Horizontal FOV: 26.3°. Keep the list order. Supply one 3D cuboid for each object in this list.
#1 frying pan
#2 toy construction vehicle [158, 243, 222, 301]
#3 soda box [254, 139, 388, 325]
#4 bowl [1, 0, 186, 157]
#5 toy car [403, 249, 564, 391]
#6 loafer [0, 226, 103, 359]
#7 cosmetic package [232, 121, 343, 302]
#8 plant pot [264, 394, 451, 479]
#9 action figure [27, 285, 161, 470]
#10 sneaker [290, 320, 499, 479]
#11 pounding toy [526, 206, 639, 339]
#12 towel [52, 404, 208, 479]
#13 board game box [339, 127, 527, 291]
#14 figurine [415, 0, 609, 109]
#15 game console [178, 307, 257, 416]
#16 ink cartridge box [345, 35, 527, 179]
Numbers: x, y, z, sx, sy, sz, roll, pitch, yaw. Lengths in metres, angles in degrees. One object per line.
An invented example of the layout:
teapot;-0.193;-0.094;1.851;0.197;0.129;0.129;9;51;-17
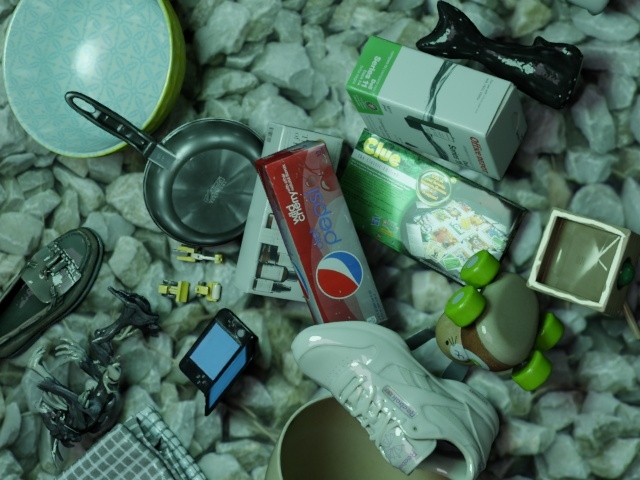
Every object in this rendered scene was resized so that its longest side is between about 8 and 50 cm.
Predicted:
frying pan;-0.184;-0.124;1.913;0.197;0.053;0.326;-34;120;-2
toy construction vehicle;-0.194;0.051;2.027;0.098;0.035;0.086;11;94;23
soda box;0.000;0.000;1.861;0.092;0.083;0.263;-22;101;-9
bowl;-0.305;-0.260;2.014;0.289;0.156;0.289;0;89;24
toy car;0.197;0.132;1.810;0.155;0.149;0.188;43;132;-13
loafer;-0.439;0.087;2.104;0.096;0.084;0.267;47;106;17
cosmetic package;-0.045;-0.039;1.926;0.060;0.099;0.239;21;100;62
plant pot;0.035;0.373;1.821;0.284;0.284;0.191;48;132;17
action figure;-0.353;0.195;2.032;0.141;0.164;0.276;33;93;1
sneaker;0.096;0.212;1.786;0.305;0.152;0.114;29;128;-4
pounding toy;0.358;0.044;1.771;0.141;0.100;0.130;19;91;29
towel;-0.295;0.418;2.018;0.283;0.121;0.235;-43;75;17
board game box;0.143;-0.041;1.890;0.259;0.030;0.136;30;103;21
figurine;0.256;-0.306;1.774;0.209;0.092;0.215;21;97;-1
game console;-0.152;0.175;1.988;0.107;0.071;0.122;43;104;18
ink cartridge box;0.156;-0.174;1.811;0.208;0.153;0.087;22;77;23
